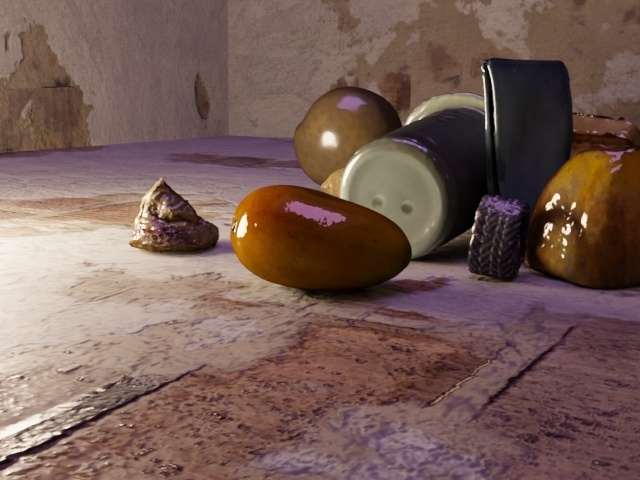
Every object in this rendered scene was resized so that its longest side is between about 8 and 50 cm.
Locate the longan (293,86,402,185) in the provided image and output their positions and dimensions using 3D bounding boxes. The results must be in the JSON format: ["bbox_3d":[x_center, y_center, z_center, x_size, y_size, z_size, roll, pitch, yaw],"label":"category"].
[{"bbox_3d":[0.064,-0.230,1.924,0.258,0.258,0.258,1,10,0],"label":"longan"}]

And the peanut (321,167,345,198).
[{"bbox_3d":[0.113,-0.114,1.736,0.228,0.086,0.104,0,1,7],"label":"peanut"}]

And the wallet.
[{"bbox_3d":[0.312,-0.125,1.239,0.054,0.290,0.251,3,12,35],"label":"wallet"}]

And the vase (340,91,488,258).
[{"bbox_3d":[0.165,-0.098,1.275,0.245,0.245,0.291,7,16,29],"label":"vase"}]

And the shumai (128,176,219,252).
[{"bbox_3d":[-0.223,-0.027,1.246,0.123,0.105,0.139,10,39,29],"label":"shumai"}]

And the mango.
[{"bbox_3d":[-0.004,0.000,1.002,0.221,0.120,0.151,13,13,20],"label":"mango"}]

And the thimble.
[{"bbox_3d":[0.231,-0.003,1.076,0.066,0.104,0.095,12,40,22],"label":"thimble"}]

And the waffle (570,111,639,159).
[{"bbox_3d":[0.422,-0.140,1.494,0.376,0.114,0.261,17,-12,47],"label":"waffle"}]

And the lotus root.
[{"bbox_3d":[0.376,-0.040,1.103,0.188,0.180,0.199,-9,14,-27],"label":"lotus root"}]
